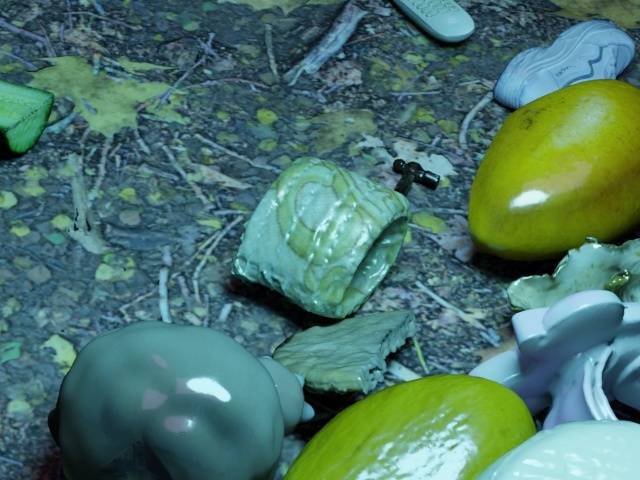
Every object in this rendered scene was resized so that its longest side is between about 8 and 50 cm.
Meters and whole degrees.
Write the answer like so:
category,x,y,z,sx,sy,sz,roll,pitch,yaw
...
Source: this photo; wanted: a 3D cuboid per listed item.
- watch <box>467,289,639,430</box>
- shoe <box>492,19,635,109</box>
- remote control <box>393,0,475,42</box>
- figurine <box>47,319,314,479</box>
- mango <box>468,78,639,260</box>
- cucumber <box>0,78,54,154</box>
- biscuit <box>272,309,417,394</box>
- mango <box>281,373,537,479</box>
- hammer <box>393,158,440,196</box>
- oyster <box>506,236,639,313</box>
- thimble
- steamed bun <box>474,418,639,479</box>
category,x,y,z,sx,sy,sz,roll,pitch,yaw
watch,0.317,0.178,1.606,0.248,0.211,0.217,-4,51,-30
shoe,0.367,-0.220,2.143,0.245,0.095,0.137,-24,56,-31
remote control,0.147,-0.345,2.267,0.073,0.044,0.229,-18,40,-23
figurine,-0.161,0.215,1.414,0.248,0.203,0.381,10,39,10
mango,0.305,-0.080,1.894,0.350,0.199,0.201,-32,94,-42
cucumber,-0.461,-0.163,1.886,0.243,0.063,0.115,17,33,6
biscuit,0.018,0.119,1.653,0.133,0.032,0.250,-3,13,16
mango,0.074,0.239,1.499,0.331,0.142,0.195,-24,49,-27
hammer,0.095,-0.043,1.921,0.065,0.021,0.178,22,42,10
oyster,0.385,0.059,1.812,0.341,0.110,0.166,-23,47,-31
thimble,0.000,0.000,1.759,0.143,0.137,0.190,29,53,19
steamed bun,0.266,0.348,1.342,0.374,0.241,0.374,8,46,-9
